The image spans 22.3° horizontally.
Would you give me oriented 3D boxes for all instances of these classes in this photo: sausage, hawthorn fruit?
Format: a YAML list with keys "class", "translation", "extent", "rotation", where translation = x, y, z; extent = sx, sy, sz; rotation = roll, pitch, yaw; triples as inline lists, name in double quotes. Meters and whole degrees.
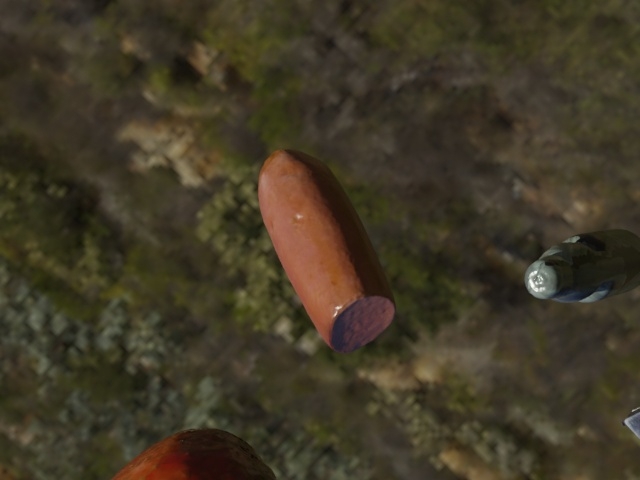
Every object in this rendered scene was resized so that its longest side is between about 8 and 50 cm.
- class: "sausage"
  translation: [0.000, 0.000, 1.900]
  extent: [0.113, 0.113, 0.259]
  rotation: [23, -146, -49]
- class: "hawthorn fruit"
  translation: [-0.107, 0.242, 1.202]
  extent: [0.200, 0.179, 0.179]
  rotation: [-30, -113, -26]

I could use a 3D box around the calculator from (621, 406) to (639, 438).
- class: "calculator"
  translation: [0.398, 0.203, 1.578]
  extent: [0.161, 0.021, 0.261]
  rotation: [49, 158, 3]

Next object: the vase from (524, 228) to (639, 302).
- class: "vase"
  translation: [0.221, 0.024, 1.370]
  extent: [0.060, 0.060, 0.211]
  rotation: [48, -158, 16]
